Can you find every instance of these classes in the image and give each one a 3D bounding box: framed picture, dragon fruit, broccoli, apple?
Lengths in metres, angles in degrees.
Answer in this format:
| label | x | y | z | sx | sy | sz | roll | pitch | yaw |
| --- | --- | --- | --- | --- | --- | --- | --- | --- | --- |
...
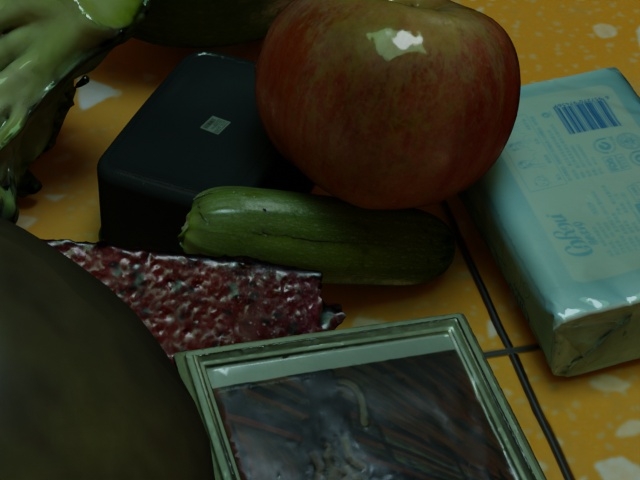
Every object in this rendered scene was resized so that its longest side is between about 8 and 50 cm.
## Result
| label | x | y | z | sx | sy | sz | roll | pitch | yaw |
| --- | --- | --- | --- | --- | --- | --- | --- | --- | --- |
| framed picture | 0.043 | 0.155 | 0.871 | 0.216 | 0.016 | 0.273 | -7 | 47 | -19 |
| dragon fruit | -0.120 | 0.074 | 0.992 | 0.261 | 0.163 | 0.189 | 5 | 14 | -10 |
| broccoli | -0.266 | -0.158 | 1.141 | 0.248 | 0.245 | 0.288 | -18 | 78 | -60 |
| apple | 0.048 | -0.110 | 1.078 | 0.209 | 0.164 | 0.209 | 11 | 17 | -3 |

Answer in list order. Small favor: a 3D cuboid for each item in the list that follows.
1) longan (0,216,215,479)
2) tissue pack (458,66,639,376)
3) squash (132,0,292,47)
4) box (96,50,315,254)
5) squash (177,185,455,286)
| label | x | y | z | sx | sy | sz | roll | pitch | yaw |
| --- | --- | --- | --- | --- | --- | --- | --- | --- | --- |
| longan | -0.250 | 0.164 | 0.740 | 0.404 | 0.336 | 0.405 | -1 | 73 | 2 |
| tissue pack | 0.216 | -0.021 | 1.133 | 0.177 | 0.089 | 0.263 | -13 | 47 | -10 |
| squash | -0.090 | -0.293 | 1.328 | 0.309 | 0.310 | 0.310 | -41 | 54 | -9 |
| box | -0.089 | -0.067 | 1.175 | 0.144 | 0.090 | 0.201 | 17 | 46 | 18 |
| squash | 0.000 | 0.000 | 1.079 | 0.238 | 0.069 | 0.069 | 5 | 38 | -29 |
